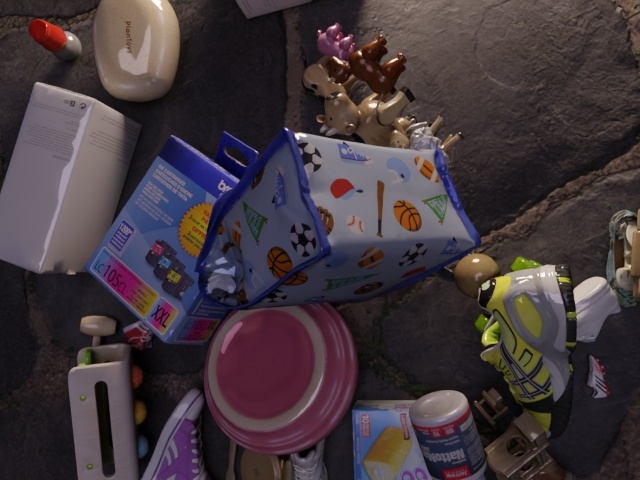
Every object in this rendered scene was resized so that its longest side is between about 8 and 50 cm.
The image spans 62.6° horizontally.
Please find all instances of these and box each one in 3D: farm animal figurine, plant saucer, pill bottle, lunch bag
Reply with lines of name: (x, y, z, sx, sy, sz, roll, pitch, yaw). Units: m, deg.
farm animal figurine: (0.078, -0.248, 1.032, 0.172, 0.330, 0.327, -45, 109, 2)
plant saucer: (-0.094, 0.247, 1.041, 0.332, 0.084, 0.332, -8, 68, 19)
pill bottle: (0.235, 0.373, 0.944, 0.108, 0.108, 0.180, -19, 96, 8)
lunch bag: (0.000, 0.000, 0.898, 0.385, 0.328, 0.238, -42, 56, 48)

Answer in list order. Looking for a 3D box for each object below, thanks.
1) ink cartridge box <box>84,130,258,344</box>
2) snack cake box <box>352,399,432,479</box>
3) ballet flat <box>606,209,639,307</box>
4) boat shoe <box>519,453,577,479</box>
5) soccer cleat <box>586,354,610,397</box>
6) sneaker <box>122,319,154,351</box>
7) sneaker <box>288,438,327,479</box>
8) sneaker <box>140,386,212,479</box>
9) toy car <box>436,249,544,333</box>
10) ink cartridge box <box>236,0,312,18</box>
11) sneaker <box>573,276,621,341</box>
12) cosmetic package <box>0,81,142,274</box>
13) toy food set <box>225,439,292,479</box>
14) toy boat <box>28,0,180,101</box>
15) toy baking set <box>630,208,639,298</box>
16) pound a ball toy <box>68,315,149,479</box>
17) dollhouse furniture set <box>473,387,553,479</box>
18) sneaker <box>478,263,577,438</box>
ink cartridge box: (-0.255, -0.024, 1.083, 0.270, 0.151, 0.395, 35, 91, 21)
snack cake box: (0.146, 0.456, 1.040, 0.152, 0.089, 0.264, -3, 86, 10)
ballet flat: (0.585, 0.035, 1.004, 0.070, 0.070, 0.188, -5, 86, 9)
boat shoe: (0.334, 0.526, 0.997, 0.324, 0.123, 0.116, -44, 77, -5)
soccer cleat: (0.530, 0.264, 1.018, 0.036, 0.029, 0.083, -18, 89, 4)
sneaker: (-0.376, 0.202, 1.164, 0.118, 0.042, 0.067, -26, 79, 15)
sneaker: (-0.034, 0.443, 1.056, 0.090, 0.115, 0.232, 2, 87, 10)
sneaker: (-0.268, 0.457, 1.112, 0.161, 0.102, 0.282, 24, 98, 3)
toy car: (0.320, 0.075, 1.031, 0.188, 0.149, 0.155, 38, 106, 34)
ink cartridge box: (-0.059, -0.627, 1.121, 0.283, 0.117, 0.207, -12, 85, 9)
sneaker: (0.482, 0.168, 1.013, 0.212, 0.080, 0.094, -37, 97, 6)
cosmetic package: (-0.544, -0.120, 1.135, 0.155, 0.197, 0.365, 18, 89, 10)
toy food set: (-0.117, 0.476, 1.084, 0.192, 0.039, 0.132, 5, 90, 42)
toy boat: (-0.468, -0.445, 1.180, 0.318, 0.148, 0.267, 3, 92, 2)
toy baking set: (0.654, 0.046, 0.972, 0.197, 0.030, 0.256, 6, 91, -15)
pound a ball toy: (-0.441, 0.334, 1.125, 0.136, 0.208, 0.319, -3, 98, -16)
dollhouse furniture set: (0.311, 0.335, 0.942, 0.101, 0.182, 0.161, -38, 46, -3)
sneaker: (0.361, 0.196, 0.921, 0.147, 0.145, 0.384, -2, 123, 22)
